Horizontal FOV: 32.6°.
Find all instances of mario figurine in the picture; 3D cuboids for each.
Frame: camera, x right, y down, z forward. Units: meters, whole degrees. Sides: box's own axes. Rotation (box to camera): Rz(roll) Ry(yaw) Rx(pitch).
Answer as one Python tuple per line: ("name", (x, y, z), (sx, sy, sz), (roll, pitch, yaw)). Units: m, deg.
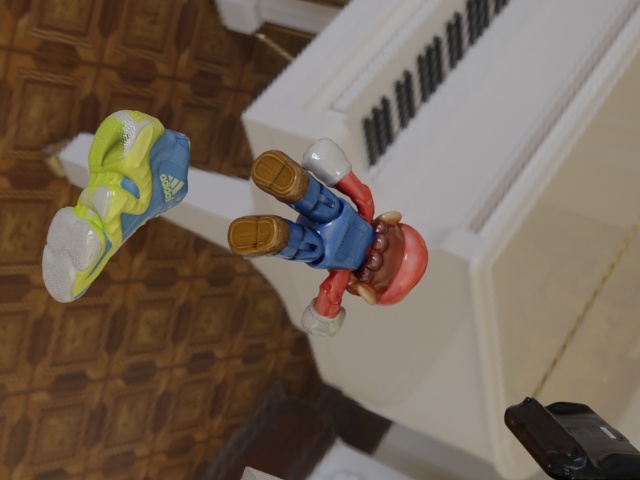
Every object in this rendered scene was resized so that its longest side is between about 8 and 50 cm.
("mario figurine", (0.000, 0.000, 1.394), (0.198, 0.170, 0.320), (-41, 143, 16))

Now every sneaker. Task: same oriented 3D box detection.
("sneaker", (-0.214, -0.028, 1.210), (0.126, 0.091, 0.240), (6, 124, -45))

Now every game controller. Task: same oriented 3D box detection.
("game controller", (0.409, 0.324, 1.762), (0.319, 0.167, 0.067), (-120, -139, -79))

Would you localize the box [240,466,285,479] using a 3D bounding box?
("box", (-0.042, 0.413, 1.414), (0.119, 0.181, 0.181), (164, -52, -79))
